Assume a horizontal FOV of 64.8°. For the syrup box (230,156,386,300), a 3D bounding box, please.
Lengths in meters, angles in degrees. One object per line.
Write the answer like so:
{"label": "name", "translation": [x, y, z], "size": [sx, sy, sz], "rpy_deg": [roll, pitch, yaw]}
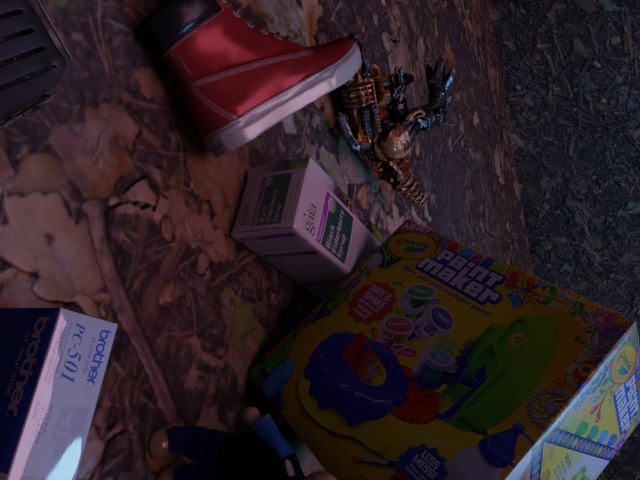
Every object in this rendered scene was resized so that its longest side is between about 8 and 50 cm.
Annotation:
{"label": "syrup box", "translation": [0.000, 0.000, 0.654], "size": [0.237, 0.096, 0.093], "rpy_deg": [42, 51, -49]}

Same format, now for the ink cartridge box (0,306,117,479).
{"label": "ink cartridge box", "translation": [-0.198, 0.147, 0.307], "size": [0.046, 0.097, 0.207], "rpy_deg": [35, 57, -51]}

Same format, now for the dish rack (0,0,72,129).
{"label": "dish rack", "translation": [-0.262, -0.185, 0.278], "size": [0.208, 0.074, 0.271], "rpy_deg": [-55, 131, -46]}

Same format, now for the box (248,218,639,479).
{"label": "box", "translation": [0.128, 0.167, 0.554], "size": [0.279, 0.290, 0.177], "rpy_deg": [-43, 128, -13]}

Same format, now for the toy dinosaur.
{"label": "toy dinosaur", "translation": [0.110, -0.198, 0.862], "size": [0.218, 0.164, 0.322], "rpy_deg": [-50, 147, -31]}

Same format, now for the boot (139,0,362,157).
{"label": "boot", "translation": [-0.064, -0.223, 0.550], "size": [0.244, 0.088, 0.176], "rpy_deg": [-40, 110, -35]}

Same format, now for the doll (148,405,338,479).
{"label": "doll", "translation": [-0.062, 0.205, 0.430], "size": [0.046, 0.189, 0.129], "rpy_deg": [-15, 98, -58]}
